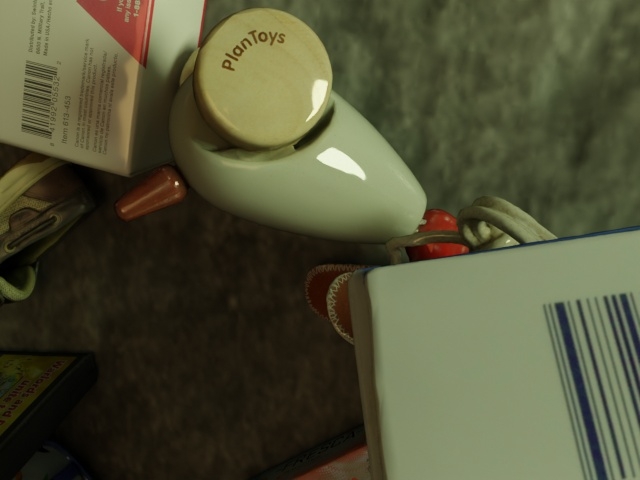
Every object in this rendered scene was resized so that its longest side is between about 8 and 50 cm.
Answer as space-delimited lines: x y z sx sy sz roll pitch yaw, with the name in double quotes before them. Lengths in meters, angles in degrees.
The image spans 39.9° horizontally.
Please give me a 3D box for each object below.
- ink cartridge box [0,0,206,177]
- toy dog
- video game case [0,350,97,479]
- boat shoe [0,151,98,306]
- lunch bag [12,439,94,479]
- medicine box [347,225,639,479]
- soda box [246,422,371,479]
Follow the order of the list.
"ink cartridge box" -0.215 -0.163 0.651 0.237 0.100 0.172 15 108 12
"toy dog" 0.000 0.000 0.586 0.333 0.220 0.161 42 85 12
"video game case" -0.349 0.168 0.685 0.248 0.275 0.035 -1 114 17
"boat shoe" -0.269 0.021 0.728 0.073 0.080 0.223 47 107 6
"lunch bag" -0.260 0.303 0.679 0.115 0.303 0.243 -37 91 25
"medicine box" 0.165 0.117 0.471 0.263 0.289 0.149 -9 63 4
"soda box" 0.013 0.196 0.699 0.183 0.058 0.063 -30 94 22
